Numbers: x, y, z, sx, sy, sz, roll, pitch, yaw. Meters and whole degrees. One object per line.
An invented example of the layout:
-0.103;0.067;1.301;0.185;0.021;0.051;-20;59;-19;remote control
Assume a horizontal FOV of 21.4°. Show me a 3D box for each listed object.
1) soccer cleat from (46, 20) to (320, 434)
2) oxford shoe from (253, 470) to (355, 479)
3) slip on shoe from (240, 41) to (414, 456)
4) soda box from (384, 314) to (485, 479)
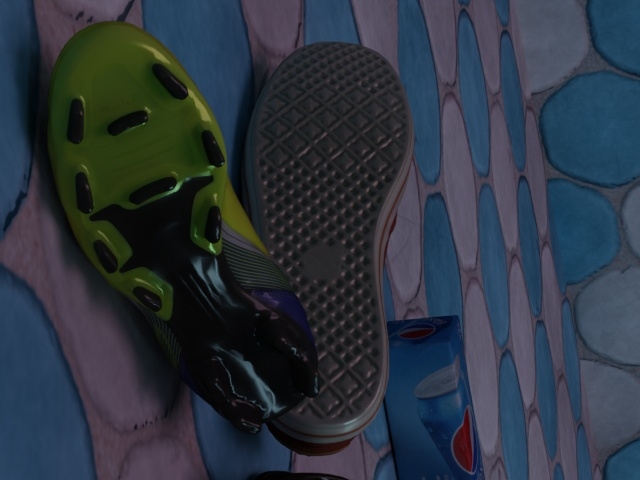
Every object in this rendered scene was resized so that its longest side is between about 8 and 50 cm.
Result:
-0.085;-0.010;0.941;0.121;0.093;0.289;54;-8;48;soccer cleat
-0.007;0.187;1.090;0.227;0.096;0.083;21;62;-76;oxford shoe
0.000;0.000;1.194;0.101;0.123;0.331;104;-10;-59;slip on shoe
0.107;0.179;1.577;0.067;0.071;0.210;-60;142;-67;soda box
